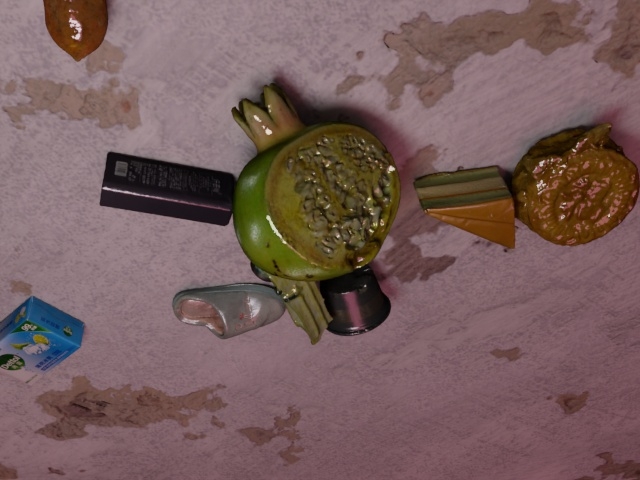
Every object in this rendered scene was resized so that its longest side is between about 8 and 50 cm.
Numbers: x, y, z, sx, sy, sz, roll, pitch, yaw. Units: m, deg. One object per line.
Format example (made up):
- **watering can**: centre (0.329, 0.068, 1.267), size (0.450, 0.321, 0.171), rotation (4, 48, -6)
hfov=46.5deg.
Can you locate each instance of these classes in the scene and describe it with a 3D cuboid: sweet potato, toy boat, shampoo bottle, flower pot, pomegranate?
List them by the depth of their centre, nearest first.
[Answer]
- **sweet potato**: centre (-0.358, -0.405, 1.076), size (0.097, 0.097, 0.291), rotation (1, 125, -8)
- **pomegranate**: centre (-0.042, -0.096, 1.326), size (0.358, 0.310, 0.216), rotation (57, 153, -5)
- **shampoo bottle**: centre (-0.246, -0.089, 1.387), size (0.310, 0.098, 0.071), rotation (9, 132, -15)
- **toy boat**: centre (-0.047, 0.101, 1.489), size (0.084, 0.111, 0.276), rotation (-36, 138, -7)
- **flower pot**: centre (0.065, 0.116, 1.598), size (0.158, 0.157, 0.106), rotation (-13, 123, 5)

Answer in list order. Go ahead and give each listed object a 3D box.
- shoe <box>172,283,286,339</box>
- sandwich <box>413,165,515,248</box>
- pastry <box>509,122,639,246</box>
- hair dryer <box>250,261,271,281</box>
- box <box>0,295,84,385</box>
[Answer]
- **shoe**: centre (-0.200, 0.161, 1.632), size (0.251, 0.100, 0.103), rotation (0, 133, -5)
- **sandwich**: centre (0.285, -0.052, 1.481), size (0.187, 0.117, 0.144), rotation (-9, 131, -1)
- **pastry**: centre (0.483, -0.110, 1.460), size (0.240, 0.132, 0.235), rotation (-34, 120, 14)
- **hair dryer**: centre (0.000, 0.000, 1.539), size (0.248, 0.078, 0.195), rotation (6, 132, -26)
- **box**: centre (-0.640, 0.226, 1.649), size (0.194, 0.073, 0.139), rotation (-35, 128, 24)
